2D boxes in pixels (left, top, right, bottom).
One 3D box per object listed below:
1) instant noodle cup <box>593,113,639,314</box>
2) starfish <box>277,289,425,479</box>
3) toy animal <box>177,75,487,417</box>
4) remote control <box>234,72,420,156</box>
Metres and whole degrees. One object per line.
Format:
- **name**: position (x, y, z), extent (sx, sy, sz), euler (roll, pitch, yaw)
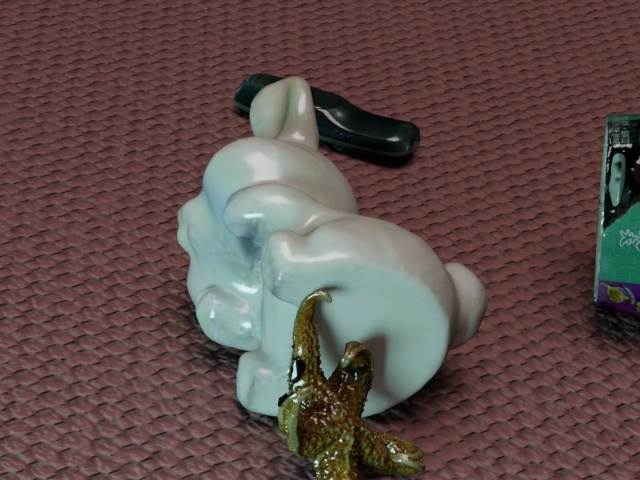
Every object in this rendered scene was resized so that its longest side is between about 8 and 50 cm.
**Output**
- **instant noodle cup**: position (0.368, -0.026, 1.942), extent (0.190, 0.251, 0.251), euler (3, 29, 7)
- **starfish**: position (0.011, 0.139, 1.629), extent (0.074, 0.190, 0.146), euler (-25, 0, 38)
- **toy animal**: position (-0.008, 0.001, 1.831), extent (0.241, 0.196, 0.367), euler (1, 31, -29)
- **remote control**: position (0.007, -0.140, 2.229), extent (0.222, 0.042, 0.072), euler (19, 29, 19)
